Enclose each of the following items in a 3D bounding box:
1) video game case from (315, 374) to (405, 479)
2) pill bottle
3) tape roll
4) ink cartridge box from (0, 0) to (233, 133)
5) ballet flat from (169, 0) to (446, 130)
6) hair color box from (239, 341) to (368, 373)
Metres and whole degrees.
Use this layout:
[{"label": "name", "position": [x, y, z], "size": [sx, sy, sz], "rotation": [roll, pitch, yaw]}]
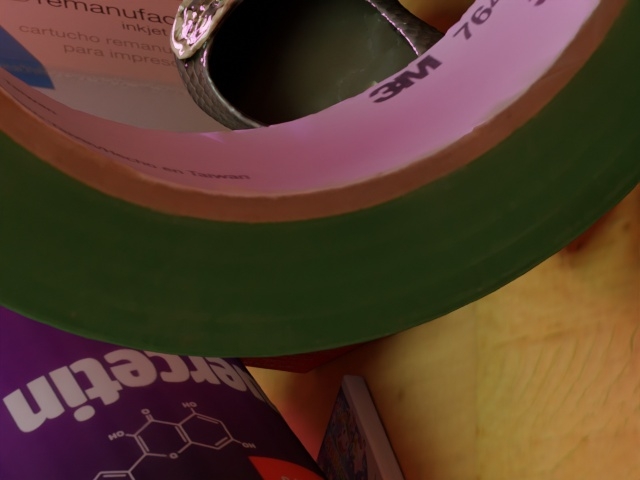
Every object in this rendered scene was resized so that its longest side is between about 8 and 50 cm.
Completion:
[{"label": "video game case", "position": [0.009, 0.134, 0.867], "size": [0.087, 0.011, 0.122], "rotation": [-112, 33, -53]}, {"label": "pill bottle", "position": [-0.080, 0.138, 0.807], "size": [0.323, 0.181, 0.182], "rotation": [49, 133, 42]}, {"label": "tape roll", "position": [-0.018, -0.130, 0.545], "size": [0.077, 0.321, 0.321], "rotation": [-134, 52, -65]}, {"label": "ink cartridge box", "position": [-0.204, -0.136, 1.131], "size": [0.395, 0.285, 0.166], "rotation": [-111, 34, -51]}, {"label": "ballet flat", "position": [0.007, -0.062, 0.746], "size": [0.250, 0.058, 0.084], "rotation": [37, 99, 48]}, {"label": "hair color box", "position": [0.000, 0.000, 0.867], "size": [0.167, 0.053, 0.093], "rotation": [146, 128, -68]}]
